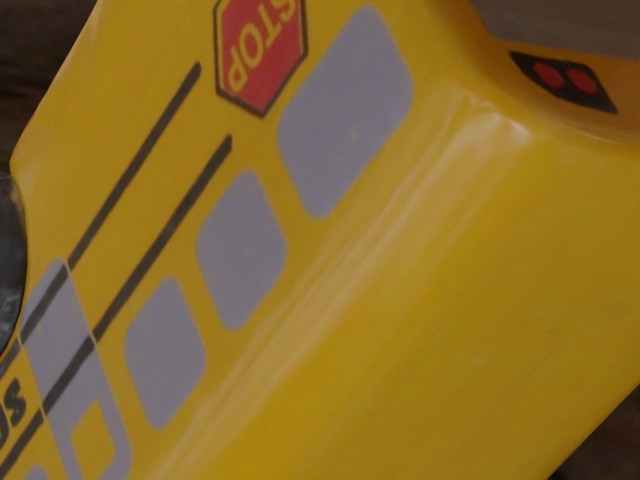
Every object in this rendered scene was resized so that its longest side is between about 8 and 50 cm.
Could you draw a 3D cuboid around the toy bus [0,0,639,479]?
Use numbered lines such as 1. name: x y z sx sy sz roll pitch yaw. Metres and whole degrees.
1. toy bus: 0.000 0.000 0.430 0.108 0.333 0.130 6 -134 -36
